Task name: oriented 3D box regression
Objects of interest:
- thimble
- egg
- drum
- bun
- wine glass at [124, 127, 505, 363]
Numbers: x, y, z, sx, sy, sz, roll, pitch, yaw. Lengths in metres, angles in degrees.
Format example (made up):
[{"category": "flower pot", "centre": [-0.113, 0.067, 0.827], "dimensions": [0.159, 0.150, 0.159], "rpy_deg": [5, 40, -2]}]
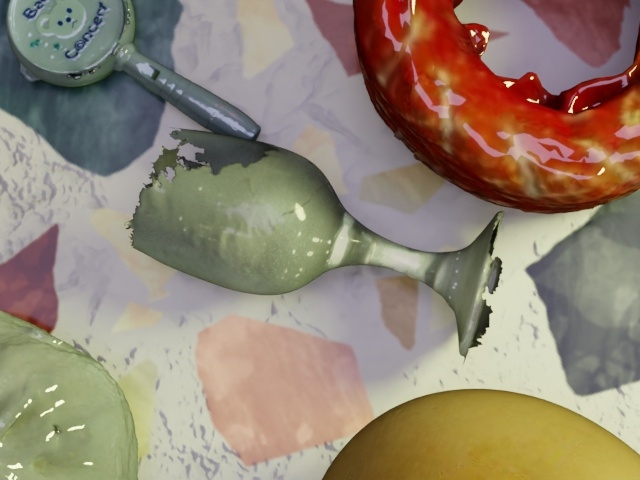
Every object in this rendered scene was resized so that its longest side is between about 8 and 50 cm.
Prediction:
[{"category": "thimble", "centre": [0.195, -0.185, 1.227], "dimensions": [0.350, 0.230, 0.350], "rpy_deg": [0, 84, 3]}, {"category": "egg", "centre": [0.158, 0.286, 1.140], "dimensions": [0.374, 0.301, 0.301], "rpy_deg": [40, 86, 4]}, {"category": "drum", "centre": [-0.182, -0.147, 1.322], "dimensions": [0.130, 0.049, 0.253], "rpy_deg": [-42, 84, -3]}, {"category": "bun", "centre": [-0.321, 0.217, 1.216], "dimensions": [0.354, 0.194, 0.354], "rpy_deg": [0, 82, 0]}, {"category": "wine glass", "centre": [0.000, 0.000, 1.258], "dimensions": [0.321, 0.143, 0.143], "rpy_deg": [15, 85, 3]}]
